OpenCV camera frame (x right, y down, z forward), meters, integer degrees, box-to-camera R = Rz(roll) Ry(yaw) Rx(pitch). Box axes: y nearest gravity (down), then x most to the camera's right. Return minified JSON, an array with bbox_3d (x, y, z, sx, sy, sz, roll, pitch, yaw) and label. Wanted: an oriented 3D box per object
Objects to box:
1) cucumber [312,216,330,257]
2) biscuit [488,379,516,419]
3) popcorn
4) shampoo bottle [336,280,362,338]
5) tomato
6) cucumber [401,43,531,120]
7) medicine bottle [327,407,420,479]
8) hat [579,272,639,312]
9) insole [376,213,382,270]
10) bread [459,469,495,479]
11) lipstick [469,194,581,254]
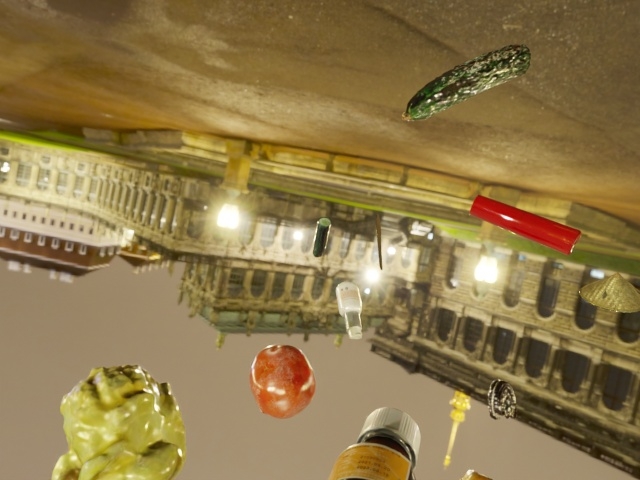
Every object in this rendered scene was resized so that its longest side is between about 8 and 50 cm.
[{"bbox_3d":[0.000,0.000,1.231,0.032,0.133,0.032,6,-133,-6],"label":"cucumber"},{"bbox_3d":[0.336,0.301,0.930,0.027,0.089,0.087,-11,-158,40],"label":"biscuit"},{"bbox_3d":[-0.330,0.326,0.841,0.195,0.255,0.255,-9,-156,-13],"label":"popcorn"},{"bbox_3d":[0.096,0.224,1.592,0.074,0.191,0.074,-6,145,-4],"label":"shampoo bottle"},{"bbox_3d":[-0.112,0.451,1.610,0.189,0.231,0.232,-24,168,22],"label":"tomato"},{"bbox_3d":[0.252,-0.276,0.878,0.294,0.067,0.068,-28,-158,-24],"label":"cucumber"},{"bbox_3d":[0.155,0.616,1.304,0.243,0.242,0.395,12,-165,18],"label":"medicine bottle"},{"bbox_3d":[0.701,0.107,1.198,0.146,0.067,0.146,-2,-157,1],"label":"hat"},{"bbox_3d":[0.146,0.002,1.253,0.002,0.152,0.053,-8,159,18],"label":"insole"},{"bbox_3d":[0.498,0.769,1.419,0.269,0.145,0.268,31,161,12],"label":"bread"},{"bbox_3d":[0.545,-0.046,1.354,0.280,0.073,0.073,26,-171,26],"label":"lipstick"}]
